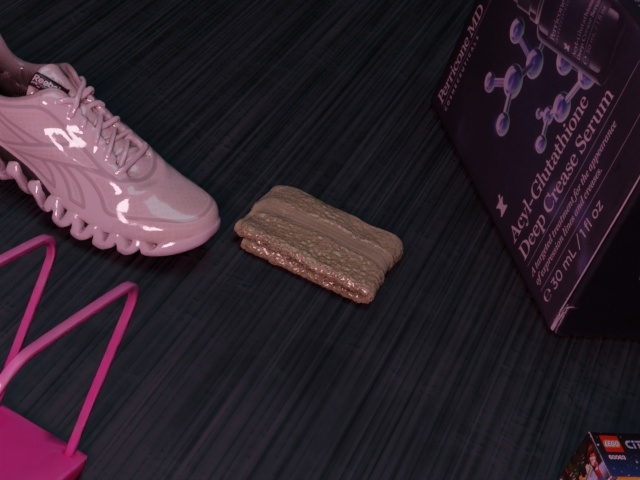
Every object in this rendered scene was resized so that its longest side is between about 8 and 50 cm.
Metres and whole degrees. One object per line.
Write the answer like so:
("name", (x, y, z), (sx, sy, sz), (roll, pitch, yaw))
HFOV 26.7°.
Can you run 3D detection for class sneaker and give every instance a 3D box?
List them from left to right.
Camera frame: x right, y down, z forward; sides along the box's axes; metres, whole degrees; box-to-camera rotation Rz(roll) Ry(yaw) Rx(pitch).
("sneaker", (-0.218, -0.085, 1.205), (0.292, 0.118, 0.110), (28, 34, 6))

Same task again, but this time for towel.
("towel", (0.000, 0.000, 1.282), (0.148, 0.027, 0.110), (27, 37, 7))

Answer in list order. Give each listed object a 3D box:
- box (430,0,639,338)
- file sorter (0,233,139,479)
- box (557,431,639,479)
("box", (0.312, -0.137, 1.392), (0.212, 0.293, 0.395), (5, 39, -22))
("file sorter", (-0.297, 0.055, 0.890), (0.291, 0.182, 0.202), (29, 22, 9))
("box", (0.278, 0.216, 1.034), (0.233, 0.159, 0.044), (5, 41, -22))
